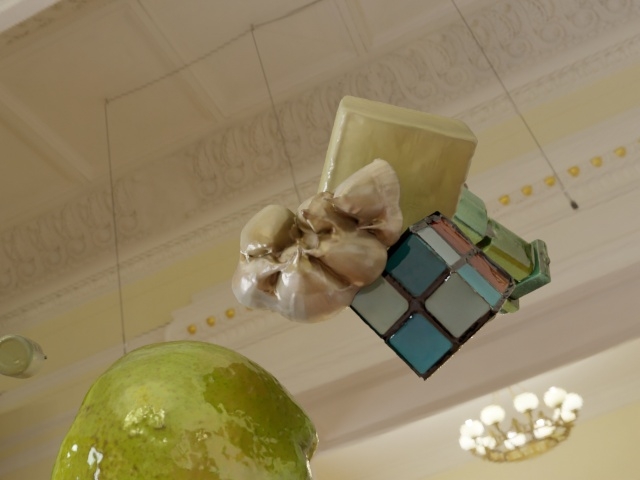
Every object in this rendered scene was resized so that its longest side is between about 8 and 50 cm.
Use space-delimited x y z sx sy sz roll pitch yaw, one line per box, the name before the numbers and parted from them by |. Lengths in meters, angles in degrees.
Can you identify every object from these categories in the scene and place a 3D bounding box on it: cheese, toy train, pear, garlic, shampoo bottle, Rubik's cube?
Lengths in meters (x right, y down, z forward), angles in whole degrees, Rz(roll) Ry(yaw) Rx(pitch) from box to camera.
cheese | 0.121 -0.098 1.230 0.243 0.124 0.265 10 -67 -9
toy train | 0.343 0.040 1.599 0.397 0.160 0.253 32 -47 -22
pear | -0.185 0.340 1.030 0.391 0.391 0.391 -11 -36 -8
garlic | 0.002 0.017 0.975 0.281 0.184 0.203 -23 -2 6
shampoo bottle | -0.589 0.231 1.359 0.079 0.079 0.162 -7 -13 -13
Rubik's cube | 0.175 0.080 1.087 0.167 0.183 0.180 -52 -10 24

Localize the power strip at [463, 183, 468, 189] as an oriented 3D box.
power strip | 0.317 -0.114 1.837 0.154 0.078 0.154 9 -20 3
